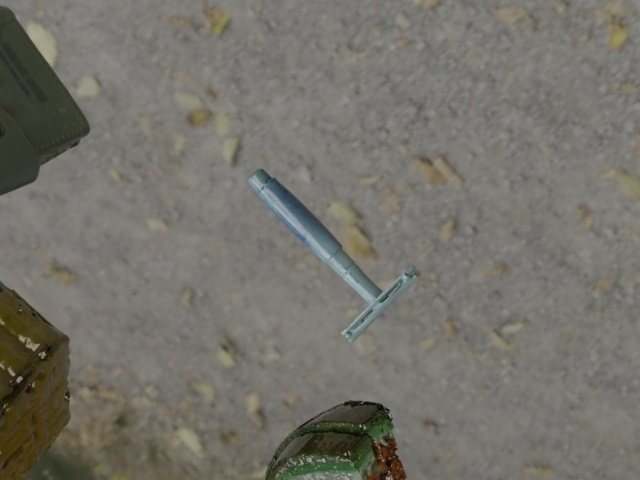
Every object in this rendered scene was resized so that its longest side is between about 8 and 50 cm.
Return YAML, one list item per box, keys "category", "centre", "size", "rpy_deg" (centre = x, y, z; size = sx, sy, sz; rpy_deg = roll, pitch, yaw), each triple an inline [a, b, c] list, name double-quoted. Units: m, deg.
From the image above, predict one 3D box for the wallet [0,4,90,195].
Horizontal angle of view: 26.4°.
- category: "wallet"
  centre: [-0.459, -0.167, 1.729]
  size: [0.083, 0.360, 0.252]
  rpy_deg: [-34, 91, 35]

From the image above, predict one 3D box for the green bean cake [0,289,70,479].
- category: "green bean cake"
  centre: [-0.378, 0.193, 1.501]
  size: [0.131, 0.229, 0.224]
  rpy_deg: [34, 147, 15]

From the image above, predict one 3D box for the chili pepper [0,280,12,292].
- category: "chili pepper"
  centre: [-0.501, 0.089, 1.894]
  size: [0.270, 0.136, 0.099]
  rpy_deg: [37, 155, 17]

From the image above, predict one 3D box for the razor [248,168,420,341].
- category: "razor"
  centre: [0.000, 0.000, 0.958]
  size: [0.068, 0.040, 0.135]
  rpy_deg: [-45, 82, 11]

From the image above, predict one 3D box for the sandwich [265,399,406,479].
- category: "sandwich"
  centre: [0.007, 0.260, 1.415]
  size: [0.235, 0.079, 0.159]
  rpy_deg: [-22, 104, 49]
